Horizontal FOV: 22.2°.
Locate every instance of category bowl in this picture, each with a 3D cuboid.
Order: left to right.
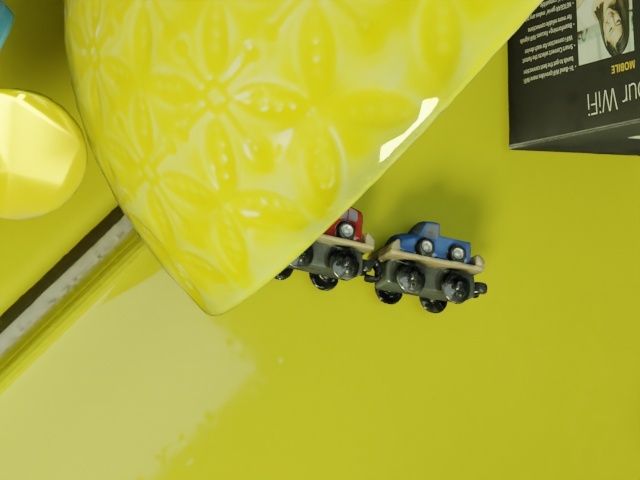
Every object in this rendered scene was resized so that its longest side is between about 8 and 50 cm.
[{"bbox_3d":[0.000,-0.132,0.550,0.156,0.289,0.289,40,71,-6],"label":"bowl"}]

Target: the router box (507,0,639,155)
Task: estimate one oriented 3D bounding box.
[{"bbox_3d":[0.183,-0.169,0.621,0.081,0.309,0.243,2,86,-26],"label":"router box"}]

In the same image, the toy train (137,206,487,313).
[{"bbox_3d":[0.000,0.000,0.680,0.158,0.027,0.036,13,69,-23],"label":"toy train"}]

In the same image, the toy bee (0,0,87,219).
[{"bbox_3d":[-0.192,-0.052,0.543,0.195,0.162,0.298,49,44,-6],"label":"toy bee"}]
